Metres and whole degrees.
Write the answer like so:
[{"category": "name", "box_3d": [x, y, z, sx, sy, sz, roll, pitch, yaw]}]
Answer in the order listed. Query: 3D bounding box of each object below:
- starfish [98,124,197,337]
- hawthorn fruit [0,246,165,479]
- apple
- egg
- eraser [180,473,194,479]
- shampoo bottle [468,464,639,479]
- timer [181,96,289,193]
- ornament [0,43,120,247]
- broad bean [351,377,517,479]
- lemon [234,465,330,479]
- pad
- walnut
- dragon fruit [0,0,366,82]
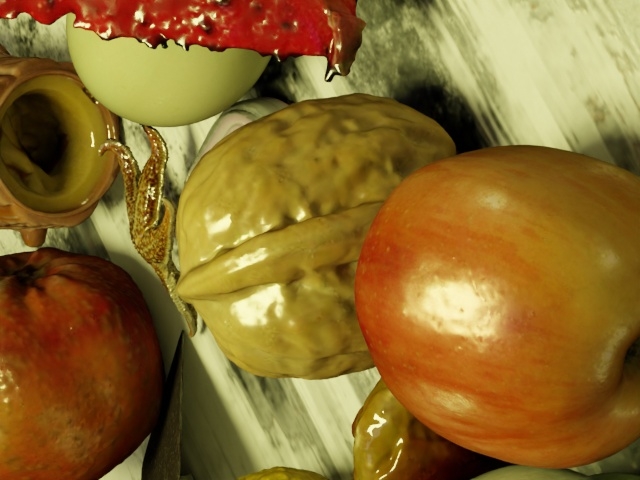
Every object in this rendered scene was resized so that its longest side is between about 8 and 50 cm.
[{"category": "starfish", "box_3d": [-0.164, -0.005, 1.953, 0.213, 0.057, 0.238, -146, 42, -71]}, {"category": "hawthorn fruit", "box_3d": [-0.295, 0.144, 2.054, 0.275, 0.275, 0.299, 40, 149, 38]}, {"category": "apple", "box_3d": [0.158, 0.052, 1.428, 0.241, 0.242, 0.242, 19, 118, 49]}, {"category": "egg", "box_3d": [-0.129, -0.201, 1.752, 0.186, 0.186, 0.241, 64, 147, 14]}, {"category": "eraser", "box_3d": [-0.150, 0.297, 2.112, 0.063, 0.027, 0.084, -23, 84, 53]}, {"category": "shampoo bottle", "box_3d": [0.160, 0.332, 1.460, 0.322, 0.317, 0.322, 24, 120, 50]}, {"category": "timer", "box_3d": [-0.049, -0.017, 1.820, 0.208, 0.069, 0.190, 57, 139, 24]}, {"category": "ornament", "box_3d": [-0.342, -0.108, 2.068, 0.218, 0.221, 0.235, 4, 80, 49]}, {"category": "broad bean", "box_3d": [0.088, 0.185, 1.620, 0.122, 0.156, 0.228, 39, 160, 46]}, {"category": "lemon", "box_3d": [-0.038, 0.314, 1.828, 0.192, 0.192, 0.231, 51, 152, 29]}, {"category": "pad", "box_3d": [-0.164, 0.277, 1.989, 0.330, 0.004, 0.220, -92, 17, -48]}, {"category": "walnut", "box_3d": [0.000, 0.000, 1.603, 0.257, 0.257, 0.224, -23, 85, 54]}, {"category": "dragon fruit", "box_3d": [-0.113, -0.291, 1.616, 0.100, 0.344, 0.282, 75, -156, -63]}]
